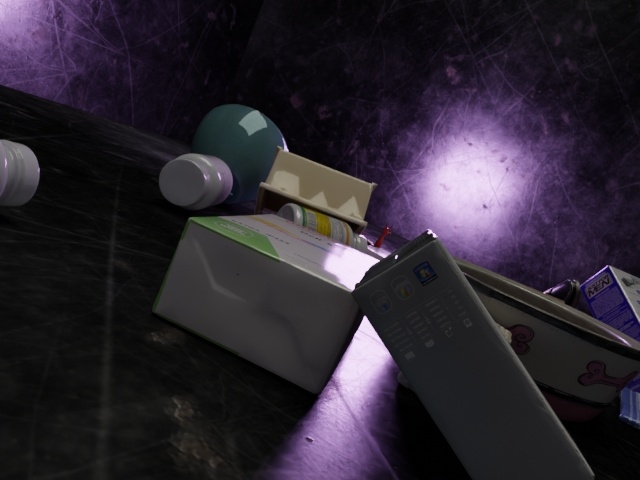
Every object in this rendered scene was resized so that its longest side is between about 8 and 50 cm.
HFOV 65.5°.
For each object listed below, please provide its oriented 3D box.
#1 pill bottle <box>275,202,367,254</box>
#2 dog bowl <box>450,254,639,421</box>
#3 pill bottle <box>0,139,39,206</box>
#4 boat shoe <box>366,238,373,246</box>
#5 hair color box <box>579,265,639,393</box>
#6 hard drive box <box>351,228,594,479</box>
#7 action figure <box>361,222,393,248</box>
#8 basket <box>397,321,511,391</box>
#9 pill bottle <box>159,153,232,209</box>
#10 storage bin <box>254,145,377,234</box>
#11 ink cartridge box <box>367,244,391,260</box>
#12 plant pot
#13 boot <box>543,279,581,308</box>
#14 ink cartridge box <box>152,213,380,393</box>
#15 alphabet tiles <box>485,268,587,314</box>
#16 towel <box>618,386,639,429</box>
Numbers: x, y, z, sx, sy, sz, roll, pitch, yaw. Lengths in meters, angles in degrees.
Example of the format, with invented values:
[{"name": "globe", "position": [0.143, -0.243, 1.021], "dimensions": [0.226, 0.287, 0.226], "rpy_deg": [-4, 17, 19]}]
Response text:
[{"name": "pill bottle", "position": [0.000, 0.000, 1.120], "dimensions": [0.208, 0.118, 0.117], "rpy_deg": [17, 10, -31]}, {"name": "dog bowl", "position": [0.348, 0.164, 0.897], "dimensions": [0.407, 0.151, 0.408], "rpy_deg": [23, 7, -3]}, {"name": "pill bottle", "position": [-0.419, -0.083, 0.549], "dimensions": [0.107, 0.108, 0.180], "rpy_deg": [25, 8, 19]}, {"name": "boat shoe", "position": [0.127, 0.000, 1.708], "dimensions": [0.135, 0.050, 0.045], "rpy_deg": [21, 3, -12]}, {"name": "hair color box", "position": [0.789, 0.240, 1.205], "dimensions": [0.185, 0.110, 0.339], "rpy_deg": [20, 43, -18]}, {"name": "hard drive box", "position": [0.138, 0.110, 0.489], "dimensions": [0.232, 0.089, 0.181], "rpy_deg": [57, 11, 4]}, {"name": "action figure", "position": [0.096, -0.021, 1.470], "dimensions": [0.280, 0.139, 0.091], "rpy_deg": [24, 2, -14]}, {"name": "basket", "position": [0.187, 0.151, 0.669], "dimensions": [0.103, 0.113, 0.167], "rpy_deg": [28, 10, 20]}, {"name": "pill bottle", "position": [-0.292, -0.139, 1.172], "dimensions": [0.131, 0.131, 0.229], "rpy_deg": [23, 8, -2]}, {"name": "storage bin", "position": [-0.025, -0.087, 1.271], "dimensions": [0.262, 0.123, 0.260], "rpy_deg": [20, -22, -4]}, {"name": "ink cartridge box", "position": [0.149, 0.057, 1.352], "dimensions": [0.104, 0.062, 0.181], "rpy_deg": [29, 10, 38]}, {"name": "plant pot", "position": [-0.260, -0.218, 1.440], "dimensions": [0.290, 0.290, 0.195], "rpy_deg": [23, 43, -1]}, {"name": "boot", "position": [0.600, 0.172, 1.419], "dimensions": [0.178, 0.236, 0.085], "rpy_deg": [19, 50, -4]}, {"name": "ink cartridge box", "position": [-0.033, 0.053, 0.673], "dimensions": [0.207, 0.119, 0.353], "rpy_deg": [24, 8, 9]}, {"name": "alphabet tiles", "position": [0.497, 0.130, 1.262], "dimensions": [0.342, 0.011, 0.285], "rpy_deg": [24, 13, 25]}, {"name": "towel", "position": [0.728, 0.388, 0.913], "dimensions": [0.335, 0.040, 0.243], "rpy_deg": [25, 10, 29]}]
